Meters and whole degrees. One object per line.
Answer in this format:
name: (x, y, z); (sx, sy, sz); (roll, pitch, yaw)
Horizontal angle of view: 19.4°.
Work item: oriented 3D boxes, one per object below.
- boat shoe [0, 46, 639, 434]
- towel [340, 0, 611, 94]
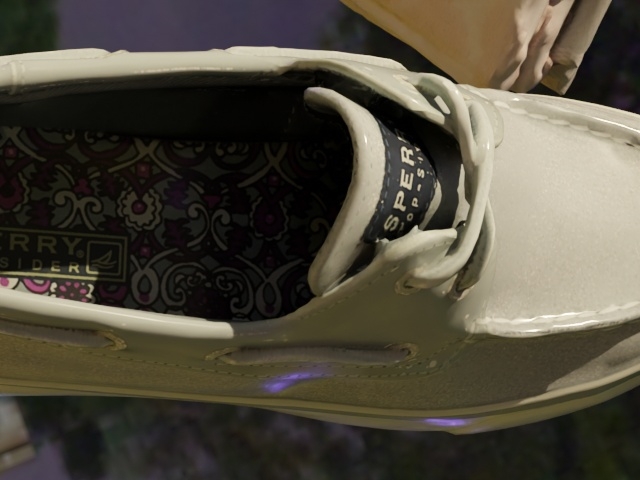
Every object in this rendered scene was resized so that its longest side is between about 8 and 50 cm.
boat shoe: (-0.001, -0.001, 0.403); (0.081, 0.228, 0.079); (137, -49, -70)
towel: (0.054, -0.252, 0.664); (0.317, 0.053, 0.331); (44, -64, 47)
